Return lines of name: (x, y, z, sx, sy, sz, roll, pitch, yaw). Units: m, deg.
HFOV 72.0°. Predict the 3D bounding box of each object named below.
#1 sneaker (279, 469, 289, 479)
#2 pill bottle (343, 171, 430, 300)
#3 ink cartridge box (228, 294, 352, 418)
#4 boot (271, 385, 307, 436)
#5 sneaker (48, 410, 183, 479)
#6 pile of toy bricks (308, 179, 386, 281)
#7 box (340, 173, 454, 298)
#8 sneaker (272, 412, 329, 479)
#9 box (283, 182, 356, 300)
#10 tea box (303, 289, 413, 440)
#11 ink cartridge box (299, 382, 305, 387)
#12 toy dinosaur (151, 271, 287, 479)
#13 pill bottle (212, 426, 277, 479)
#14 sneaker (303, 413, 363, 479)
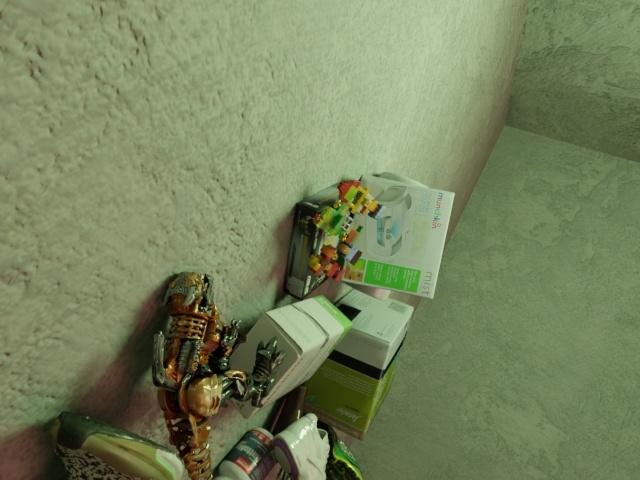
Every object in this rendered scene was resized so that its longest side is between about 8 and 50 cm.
sneaker: (-0.082, 0.824, 1.625, 0.170, 0.074, 0.063, -42, 148, -44)
pill bottle: (0.189, -0.008, 1.256, 0.334, 0.187, 0.188, -66, 157, 2)
ink cartridge box: (-0.070, 0.240, 0.963, 0.198, 0.114, 0.272, -53, 161, 15)
boot: (-0.096, 0.541, 1.293, 0.248, 0.090, 0.207, 127, -20, -60)
sneaker: (-0.288, 0.390, 0.591, 0.182, 0.157, 0.411, -67, 165, -51)
pile of toy bricks: (0.032, -0.028, 0.887, 0.105, 0.118, 0.212, 35, 90, -27)
box: (0.183, -0.009, 1.100, 0.127, 0.230, 0.262, -65, 168, -89)
sneaker: (-0.015, 0.590, 1.139, 0.152, 0.114, 0.306, -33, 118, -40)
box: (0.000, 0.000, 1.019, 0.183, 0.056, 0.231, -32, 141, -52)
tea box: (0.120, 0.363, 1.380, 0.329, 0.219, 0.324, -24, 130, -64)
ink cartridge box: (-0.046, 0.442, 1.389, 0.115, 0.029, 0.063, -23, 133, -60)
toy dinosaur: (-0.186, 0.215, 0.684, 0.218, 0.164, 0.322, 14, 93, -66)
pill bottle: (-0.189, 0.570, 1.098, 0.180, 0.107, 0.108, -39, 145, -48)
sneaker: (0.010, 0.654, 1.379, 0.134, 0.344, 0.146, -34, 170, 1)
